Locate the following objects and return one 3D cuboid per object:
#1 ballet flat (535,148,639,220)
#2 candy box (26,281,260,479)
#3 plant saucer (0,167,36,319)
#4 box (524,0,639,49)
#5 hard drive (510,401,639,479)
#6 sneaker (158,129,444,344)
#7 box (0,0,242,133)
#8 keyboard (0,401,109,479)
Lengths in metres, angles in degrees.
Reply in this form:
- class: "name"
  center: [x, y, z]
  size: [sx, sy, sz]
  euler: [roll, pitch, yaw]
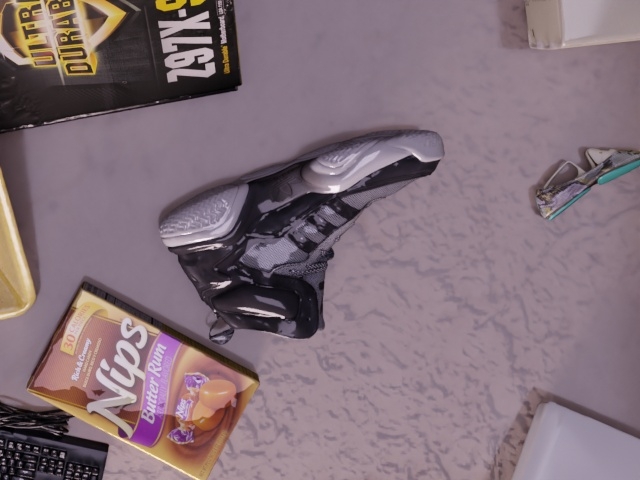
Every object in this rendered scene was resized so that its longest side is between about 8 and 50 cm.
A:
- class: "ballet flat"
  center: [0.249, -0.063, 1.701]
  size: [0.114, 0.041, 0.041]
  euler: [-31, 98, -2]
- class: "candy box"
  center: [-0.162, 0.130, 1.674]
  size: [0.186, 0.053, 0.109]
  euler: [28, 93, -6]
- class: "plant saucer"
  center: [-0.432, -0.040, 1.546]
  size: [0.332, 0.081, 0.333]
  euler: [-10, 140, -5]
- class: "box"
  center: [0.346, -0.247, 1.637]
  size: [0.311, 0.148, 0.121]
  euler: [-7, 96, -6]
- class: "hard drive"
  center: [0.251, 0.357, 1.694]
  size: [0.233, 0.047, 0.353]
  euler: [23, 78, -8]
- class: "sneaker"
  center: [0.000, 0.000, 1.655]
  size: [0.268, 0.101, 0.153]
  euler: [-20, 98, 3]
- class: "box"
  center: [-0.202, -0.211, 1.506]
  size: [0.257, 0.322, 0.079]
  euler: [-12, 65, -6]
- class: "keyboard"
  center: [-0.293, 0.195, 1.676]
  size: [0.192, 0.038, 0.100]
  euler: [11, 95, -7]
